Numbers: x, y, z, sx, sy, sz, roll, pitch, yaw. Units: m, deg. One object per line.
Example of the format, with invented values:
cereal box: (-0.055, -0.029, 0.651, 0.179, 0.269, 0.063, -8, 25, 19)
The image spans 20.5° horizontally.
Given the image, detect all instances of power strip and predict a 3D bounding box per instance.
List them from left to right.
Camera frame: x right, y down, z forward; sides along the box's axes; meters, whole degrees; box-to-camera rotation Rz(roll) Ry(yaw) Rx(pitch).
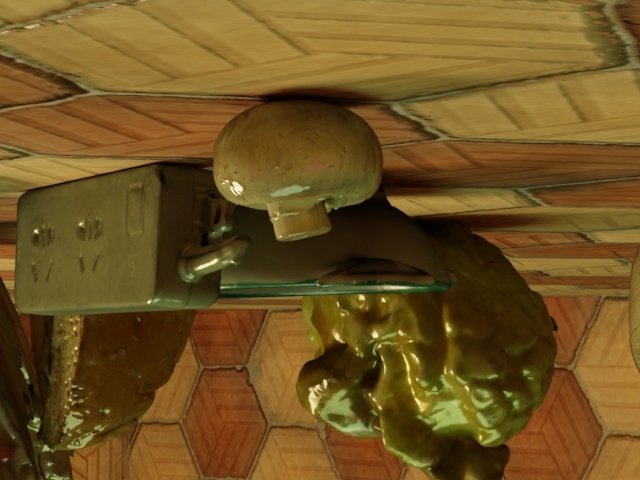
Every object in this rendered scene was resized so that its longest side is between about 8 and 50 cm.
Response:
power strip: (-0.129, 0.003, 1.197, 0.053, 0.093, 0.288, 6, 173, -32)

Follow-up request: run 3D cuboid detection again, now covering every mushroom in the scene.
mushroom: (-0.011, -0.035, 0.866, 0.084, 0.067, 0.083, -7, 175, -1)

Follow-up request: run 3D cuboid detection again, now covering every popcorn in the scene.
popcorn: (0.097, 0.106, 1.597, 0.237, 0.251, 0.206, -4, 169, 7)

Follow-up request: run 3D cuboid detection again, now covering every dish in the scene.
dish: (0.000, 0.000, 1.269, 0.224, 0.078, 0.246, 1, 177, -19)

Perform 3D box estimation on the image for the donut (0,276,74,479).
donut: (-0.351, 0.147, 1.703, 0.150, 0.307, 0.371, -19, 176, -4)

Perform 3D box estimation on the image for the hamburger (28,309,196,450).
hamburger: (-0.180, 0.086, 1.571, 0.155, 0.207, 0.135, 7, 176, -25)

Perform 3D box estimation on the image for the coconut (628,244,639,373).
coconut: (0.303, 0.050, 1.205, 0.224, 0.224, 0.224, 0, 176, 0)
